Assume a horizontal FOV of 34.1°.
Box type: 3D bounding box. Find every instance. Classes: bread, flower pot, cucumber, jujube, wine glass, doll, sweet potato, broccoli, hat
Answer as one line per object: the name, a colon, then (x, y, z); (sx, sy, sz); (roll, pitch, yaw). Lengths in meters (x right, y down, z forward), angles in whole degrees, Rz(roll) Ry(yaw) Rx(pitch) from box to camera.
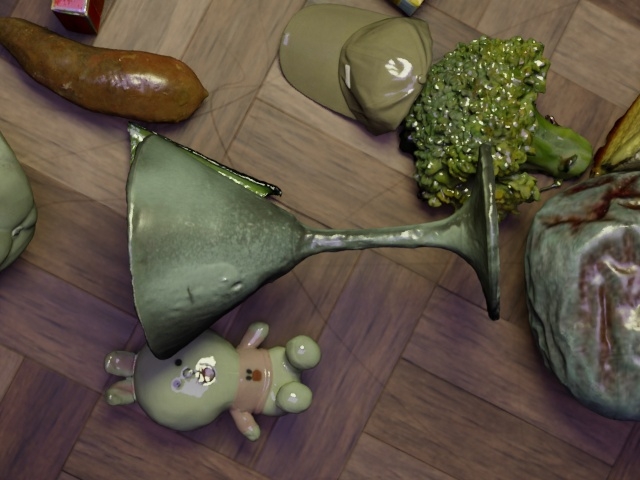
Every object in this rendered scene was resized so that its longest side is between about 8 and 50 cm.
bread: (0.433, -0.146, 1.370); (0.160, 0.140, 0.169); (-13, 87, -16)
flower pot: (-0.467, -0.049, 1.244); (0.195, 0.246, 0.246); (-31, 92, -30)
cucumber: (-0.162, -0.080, 1.367); (0.220, 0.046, 0.070); (24, 90, -3)
jujube: (0.384, 0.065, 1.325); (0.246, 0.215, 0.308); (2, 99, 18)
wine glass: (0.000, 0.000, 1.207); (0.405, 0.267, 0.267); (-3, 90, 9)
doll: (-0.135, 0.180, 1.339); (0.274, 0.113, 0.155); (-1, 79, 2)
sweet potato: (-0.289, -0.214, 1.333); (0.291, 0.097, 0.097); (17, 88, -4)
broccoli: (0.244, -0.140, 1.333); (0.272, 0.180, 0.243); (16, 87, -5)
hat: (0.042, -0.238, 1.347); (0.173, 0.144, 0.166); (18, 90, -16)

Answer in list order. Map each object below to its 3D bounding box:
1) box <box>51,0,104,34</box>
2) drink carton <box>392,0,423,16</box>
box: (-0.297, -0.360, 1.325); (0.048, 0.112, 0.175); (11, 87, -5)
drink carton: (0.070, -0.389, 1.374); (0.200, 0.074, 0.084); (42, 86, -2)
